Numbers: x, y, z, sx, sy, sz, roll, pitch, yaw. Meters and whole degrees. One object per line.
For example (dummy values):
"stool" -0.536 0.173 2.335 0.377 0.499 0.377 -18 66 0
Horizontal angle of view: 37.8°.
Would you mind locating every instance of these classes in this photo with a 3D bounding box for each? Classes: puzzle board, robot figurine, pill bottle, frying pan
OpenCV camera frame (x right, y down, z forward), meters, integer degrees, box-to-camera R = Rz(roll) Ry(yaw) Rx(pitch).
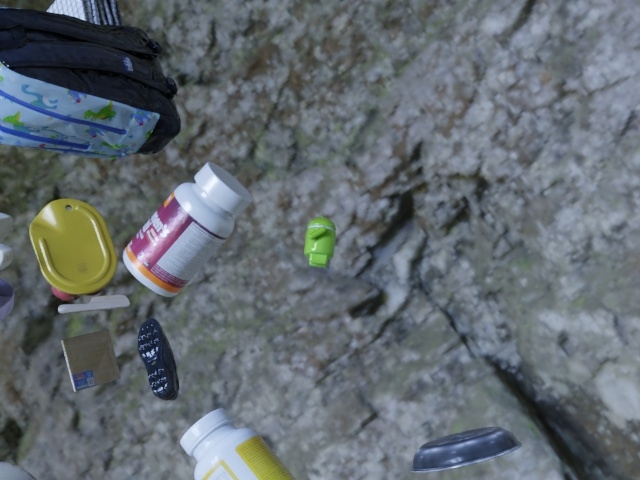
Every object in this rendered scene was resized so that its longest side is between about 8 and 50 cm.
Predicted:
"puzzle board" -0.420 0.218 1.708 0.011 0.096 0.128 -16 -4 26
"robot figurine" 0.000 0.000 2.075 0.067 0.115 0.101 5 -16 4
"pill bottle" -0.098 0.312 1.217 0.103 0.184 0.103 -37 -19 -15
"pill bottle" -0.224 -0.020 1.589 0.221 0.121 0.121 -48 -14 11
"frying pan" 0.296 0.354 1.647 0.326 0.053 0.197 -9 -9 -40

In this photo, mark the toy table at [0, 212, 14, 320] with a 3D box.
"toy table" -0.616 0.052 1.534 0.274 0.252 0.160 -45 -32 -69

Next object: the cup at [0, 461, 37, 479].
"cup" -0.779 0.705 2.122 0.331 0.331 0.237 -41 -11 33

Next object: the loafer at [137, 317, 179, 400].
"loafer" -0.403 0.300 2.336 0.076 0.223 0.078 -25 -32 8

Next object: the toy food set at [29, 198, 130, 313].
"toy food set" -0.412 0.039 1.570 0.128 0.217 0.071 -12 -22 -26

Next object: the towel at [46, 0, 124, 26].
"towel" -0.516 -0.388 2.022 0.121 0.283 0.235 8 -36 -45

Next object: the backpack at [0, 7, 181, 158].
"backpack" -0.476 -0.288 1.697 0.273 0.290 0.356 -38 -30 24
